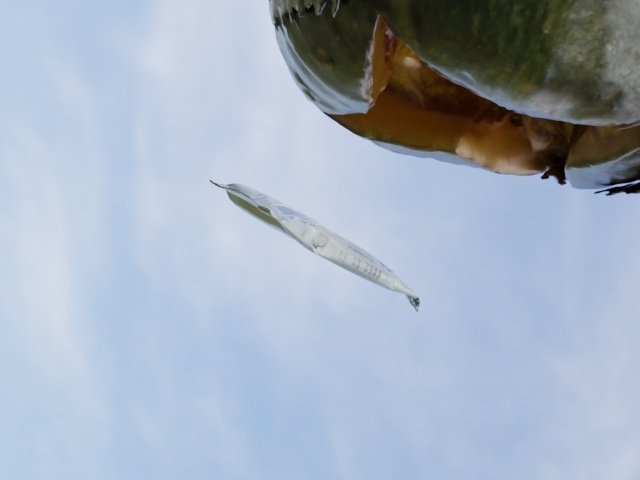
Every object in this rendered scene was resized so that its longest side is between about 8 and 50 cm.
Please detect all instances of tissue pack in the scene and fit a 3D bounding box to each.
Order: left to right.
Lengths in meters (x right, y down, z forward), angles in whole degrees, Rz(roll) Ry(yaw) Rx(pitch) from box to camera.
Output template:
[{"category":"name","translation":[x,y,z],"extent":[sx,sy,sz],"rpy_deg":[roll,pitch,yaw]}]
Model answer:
[{"category":"tissue pack","translation":[0.000,0.000,1.664],"extent":[0.026,0.193,0.122],"rpy_deg":[-60,-148,1]}]

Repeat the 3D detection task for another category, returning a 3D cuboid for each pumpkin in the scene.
[{"category":"pumpkin","translation":[0.119,-0.149,1.174],"extent":[0.320,0.320,0.192],"rpy_deg":[-10,-119,60]}]
